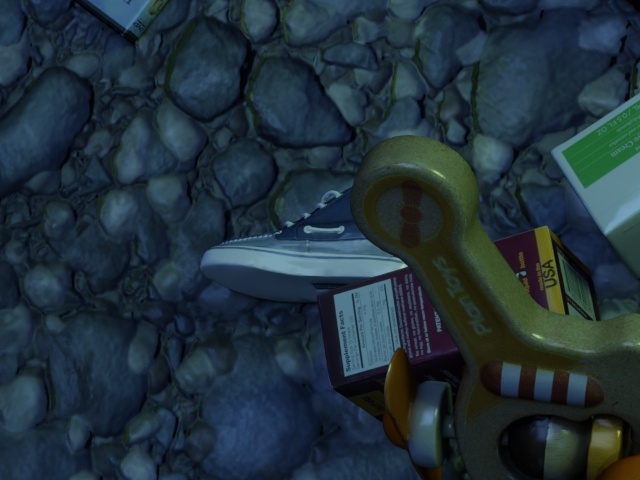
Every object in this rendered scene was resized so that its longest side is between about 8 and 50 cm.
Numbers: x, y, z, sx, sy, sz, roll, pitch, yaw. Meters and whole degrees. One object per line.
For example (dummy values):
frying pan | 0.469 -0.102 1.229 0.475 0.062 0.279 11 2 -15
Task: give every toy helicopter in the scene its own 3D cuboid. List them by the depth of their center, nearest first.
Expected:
toy helicopter | 0.117 0.078 1.338 0.235 0.355 0.140 -17 30 33

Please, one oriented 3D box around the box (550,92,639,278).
box | 0.242 -0.044 1.445 0.101 0.102 0.087 -34 61 9

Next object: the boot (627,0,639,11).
boot | 0.315 -0.218 1.505 0.198 0.077 0.137 41 86 20

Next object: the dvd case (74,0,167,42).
dvd case | -0.155 -0.323 1.805 0.180 0.022 0.253 37 89 33

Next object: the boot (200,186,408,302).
boot | 0.000 0.000 1.577 0.190 0.069 0.086 4 65 19

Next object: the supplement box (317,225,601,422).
supplement box | 0.106 0.065 1.467 0.188 0.104 0.081 -18 63 20
